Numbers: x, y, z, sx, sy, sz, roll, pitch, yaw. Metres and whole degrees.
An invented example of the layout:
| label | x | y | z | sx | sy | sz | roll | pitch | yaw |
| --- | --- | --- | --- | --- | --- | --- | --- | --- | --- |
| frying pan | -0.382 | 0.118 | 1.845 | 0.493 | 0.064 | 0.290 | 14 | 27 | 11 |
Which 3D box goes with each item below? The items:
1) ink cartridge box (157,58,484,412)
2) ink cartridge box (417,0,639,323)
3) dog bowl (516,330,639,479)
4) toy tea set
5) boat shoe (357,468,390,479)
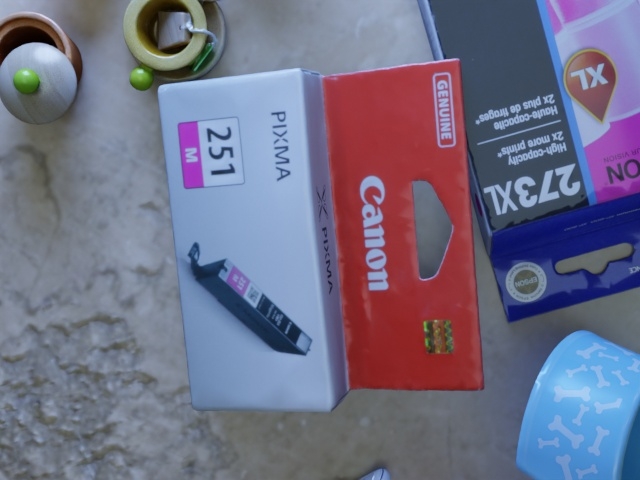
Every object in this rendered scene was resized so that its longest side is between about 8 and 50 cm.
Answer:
| label | x | y | z | sx | sy | sz | roll | pitch | yaw |
| --- | --- | --- | --- | --- | --- | --- | --- | --- | --- |
| ink cartridge box | 0.000 | 0.000 | 0.709 | 0.238 | 0.060 | 0.275 | -3 | 96 | 20 |
| ink cartridge box | 0.192 | -0.125 | 0.716 | 0.175 | 0.069 | 0.371 | -16 | 97 | 4 |
| dog bowl | 0.220 | 0.223 | 0.690 | 0.074 | 0.165 | 0.297 | 8 | 97 | 40 |
| toy tea set | -0.149 | -0.239 | 0.687 | 0.200 | 0.124 | 0.336 | 22 | 96 | 0 |
| boat shoe | 0.018 | 0.232 | 0.772 | 0.035 | 0.035 | 0.100 | 42 | 103 | -4 |
